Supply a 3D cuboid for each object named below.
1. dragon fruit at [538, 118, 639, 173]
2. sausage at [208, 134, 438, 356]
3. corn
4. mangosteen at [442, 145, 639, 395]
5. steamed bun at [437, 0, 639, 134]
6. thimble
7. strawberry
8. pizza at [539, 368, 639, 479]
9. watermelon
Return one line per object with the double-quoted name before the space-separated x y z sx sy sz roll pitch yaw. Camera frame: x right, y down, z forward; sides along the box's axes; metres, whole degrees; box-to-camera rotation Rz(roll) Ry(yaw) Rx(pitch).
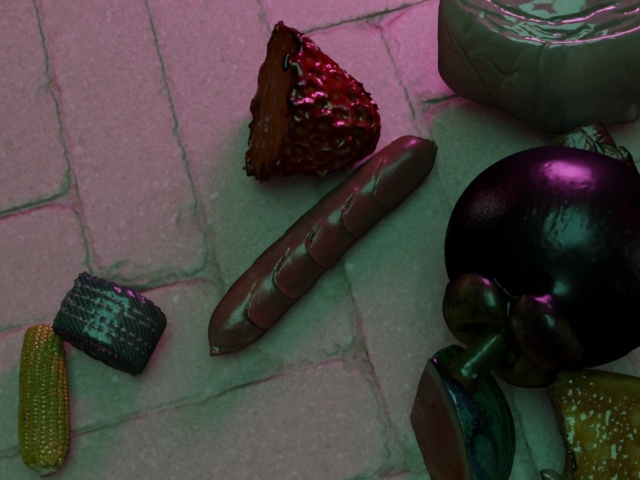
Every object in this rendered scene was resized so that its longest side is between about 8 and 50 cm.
"dragon fruit" 0.358 -0.067 1.517 0.127 0.120 0.161 -36 75 -4
"sausage" -0.001 0.000 1.532 0.433 0.088 0.088 -43 73 -13
"corn" -0.364 0.209 1.482 0.067 0.067 0.206 -7 66 1
"mangosteen" 0.291 0.032 1.372 0.297 0.296 0.313 16 27 9
"steamed bun" 0.362 -0.282 1.523 0.384 0.247 0.236 -21 63 -9
"thimble" -0.278 0.111 1.484 0.135 0.118 0.090 25 69 1
"strawberry" -0.002 -0.185 1.554 0.178 0.234 0.233 7 68 -18
"pizza" 0.367 0.306 1.399 0.189 0.071 0.296 -2 72 -10
"watermelon" 0.188 0.231 1.396 0.128 0.146 0.231 -18 67 -4
